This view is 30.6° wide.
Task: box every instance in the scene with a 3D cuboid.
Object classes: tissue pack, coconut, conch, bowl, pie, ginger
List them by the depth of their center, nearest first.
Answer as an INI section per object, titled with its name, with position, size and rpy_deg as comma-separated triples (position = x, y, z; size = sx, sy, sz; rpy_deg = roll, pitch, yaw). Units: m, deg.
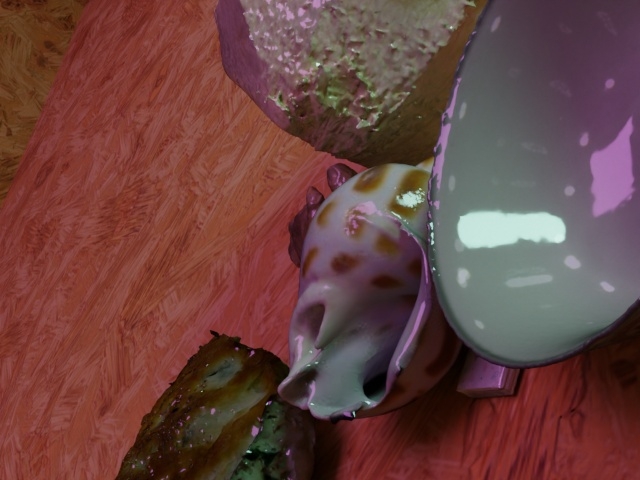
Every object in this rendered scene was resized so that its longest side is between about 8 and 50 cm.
[bowl]
position = 0.219, -0.064, 0.783
size = 0.337, 0.157, 0.337
rpy_deg = -48, 34, 48
[tissue pack]
position = 0.147, 0.075, 0.950
size = 0.056, 0.023, 0.108
rpy_deg = -18, 46, 56
[conch]
position = 0.069, 0.027, 1.000
size = 0.183, 0.149, 0.275
rpy_deg = 31, 100, 39
[pie]
position = -0.126, 0.245, 1.128
size = 0.288, 0.103, 0.354
rpy_deg = -21, 38, 54
[coconut]
position = 0.070, -0.238, 1.140
size = 0.309, 0.297, 0.297
rpy_deg = -58, 24, 15
[ginger]
position = 0.001, 0.015, 1.216
size = 0.258, 0.065, 0.149
rpy_deg = 149, 120, -74
